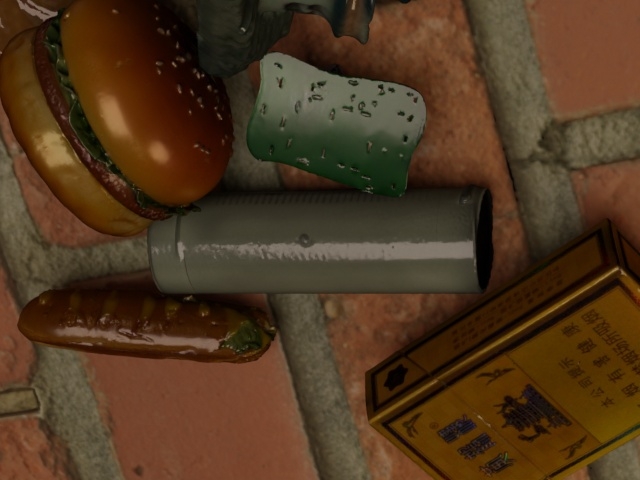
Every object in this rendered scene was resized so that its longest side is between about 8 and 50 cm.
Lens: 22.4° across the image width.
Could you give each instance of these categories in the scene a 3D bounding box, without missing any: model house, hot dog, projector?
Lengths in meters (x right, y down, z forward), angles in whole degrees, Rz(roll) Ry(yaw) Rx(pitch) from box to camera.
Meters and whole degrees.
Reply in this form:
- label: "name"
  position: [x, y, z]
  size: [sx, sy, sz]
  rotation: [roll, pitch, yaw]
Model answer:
- label: "model house"
  position: [0.023, -0.123, 1.563]
  size: [0.167, 0.088, 0.117]
  rotation: [14, 114, 7]
- label: "hot dog"
  position: [-0.178, 0.090, 1.690]
  size: [0.269, 0.115, 0.072]
  rotation: [4, 79, 4]
- label: "model house"
  position: [0.064, -0.252, 1.398]
  size: [0.325, 0.267, 0.194]
  rotation: [7, 73, -1]
- label: "projector"
  position: [0.000, 0.000, 1.608]
  size: [0.337, 0.108, 0.108]
  rotation: [0, 111, 15]

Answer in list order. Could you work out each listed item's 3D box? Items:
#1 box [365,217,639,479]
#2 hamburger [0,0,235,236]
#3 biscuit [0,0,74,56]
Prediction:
- label: "box"
  position: [0.218, 0.134, 1.586]
  size: [0.301, 0.084, 0.193]
  rotation: [-34, 120, 23]
- label: "hamburger"
  position: [-0.176, -0.130, 1.530]
  size: [0.170, 0.246, 0.246]
  rotation: [-29, 102, 20]
- label: "biscuit"
  position: [-0.311, -0.309, 1.599]
  size: [0.269, 0.051, 0.376]
  rotation: [39, 116, -1]
